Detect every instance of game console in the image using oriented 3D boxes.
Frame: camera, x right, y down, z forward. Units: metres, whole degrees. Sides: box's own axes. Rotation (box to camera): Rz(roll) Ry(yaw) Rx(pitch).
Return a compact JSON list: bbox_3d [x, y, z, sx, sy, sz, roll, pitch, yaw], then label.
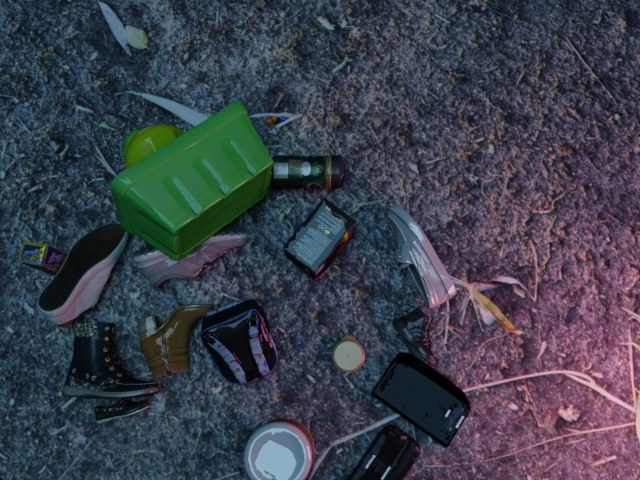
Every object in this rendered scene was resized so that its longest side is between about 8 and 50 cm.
[{"bbox_3d":[0.177,0.458,1.490,0.213,0.044,0.361,35,81,10],"label":"game console"}]

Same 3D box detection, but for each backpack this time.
[{"bbox_3d":[-0.186,0.242,1.508,0.158,0.117,0.173,-24,111,-3],"label":"backpack"}]

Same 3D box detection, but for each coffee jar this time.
[{"bbox_3d":[-0.030,-0.172,1.602,0.184,0.096,0.079,0,81,1],"label":"coffee jar"}]

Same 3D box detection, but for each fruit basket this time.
[{"bbox_3d":[-0.342,-0.181,1.515,0.391,0.283,0.392,4,64,-9],"label":"fruit basket"}]

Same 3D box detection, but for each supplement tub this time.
[{"bbox_3d":[-0.087,0.470,1.413,0.144,0.200,0.144,0,77,2],"label":"supplement tub"}]

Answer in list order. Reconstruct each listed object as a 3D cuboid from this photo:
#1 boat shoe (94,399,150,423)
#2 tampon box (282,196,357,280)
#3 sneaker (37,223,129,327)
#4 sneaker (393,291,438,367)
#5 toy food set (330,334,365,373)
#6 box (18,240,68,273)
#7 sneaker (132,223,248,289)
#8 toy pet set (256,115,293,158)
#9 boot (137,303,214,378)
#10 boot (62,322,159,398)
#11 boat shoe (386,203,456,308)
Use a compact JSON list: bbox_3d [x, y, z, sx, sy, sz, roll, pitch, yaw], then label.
[{"bbox_3d":[-0.472,0.398,1.516,0.133,0.049,0.042,-14,86,3],"label":"boat shoe"},{"bbox_3d":[0.000,0.000,1.551,0.101,0.120,0.161,38,82,9],"label":"tampon box"},{"bbox_3d":[-0.571,0.085,1.573,0.105,0.123,0.290,23,58,18],"label":"sneaker"},{"bbox_3d":[0.243,0.214,1.534,0.089,0.051,0.170,-42,77,-2],"label":"sneaker"},{"bbox_3d":[0.065,0.278,1.541,0.082,0.020,0.083,-40,80,-6],"label":"toy food set"},{"bbox_3d":[-0.652,0.047,1.535,0.059,0.169,0.054,9,78,4],"label":"box"},{"bbox_3d":[-0.312,0.036,1.583,0.281,0.105,0.115,-16,113,-7],"label":"sneaker"},{"bbox_3d":[-0.136,-0.265,1.640,0.114,0.065,0.122,-13,77,-1],"label":"toy pet set"},{"bbox_3d":[-0.335,0.239,1.541,0.197,0.073,0.152,-17,82,2],"label":"boot"},{"bbox_3d":[-0.495,0.284,1.517,0.236,0.085,0.179,-1,77,11],"label":"boot"},{"bbox_3d":[0.224,0.040,1.555,0.088,0.096,0.268,-30,87,-9],"label":"boat shoe"}]
